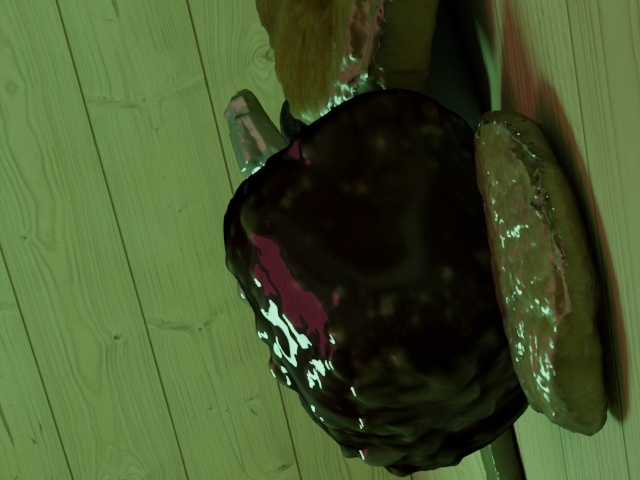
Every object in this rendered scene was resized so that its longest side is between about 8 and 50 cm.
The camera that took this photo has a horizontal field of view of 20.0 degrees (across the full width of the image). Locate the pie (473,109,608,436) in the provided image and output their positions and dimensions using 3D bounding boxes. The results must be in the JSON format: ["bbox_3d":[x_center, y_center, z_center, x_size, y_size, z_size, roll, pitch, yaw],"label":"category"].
[{"bbox_3d":[0.141,0.020,1.157,0.185,0.052,0.218,75,-176,-86],"label":"pie"}]

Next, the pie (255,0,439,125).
[{"bbox_3d":[0.021,-0.247,1.428,0.339,0.083,0.339,178,90,-73],"label":"pie"}]

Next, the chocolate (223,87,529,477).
[{"bbox_3d":[0.065,0.062,1.389,0.340,0.225,0.210,73,175,-61],"label":"chocolate"}]

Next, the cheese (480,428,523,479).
[{"bbox_3d":[0.165,0.159,1.817,0.085,0.034,0.400,88,169,-84],"label":"cheese"}]

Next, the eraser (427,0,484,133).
[{"bbox_3d":[0.080,-0.141,1.541,0.174,0.081,0.227,78,178,-58],"label":"eraser"}]

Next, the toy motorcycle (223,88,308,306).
[{"bbox_3d":[0.000,0.000,1.804,0.108,0.223,0.340,-41,64,50],"label":"toy motorcycle"}]
